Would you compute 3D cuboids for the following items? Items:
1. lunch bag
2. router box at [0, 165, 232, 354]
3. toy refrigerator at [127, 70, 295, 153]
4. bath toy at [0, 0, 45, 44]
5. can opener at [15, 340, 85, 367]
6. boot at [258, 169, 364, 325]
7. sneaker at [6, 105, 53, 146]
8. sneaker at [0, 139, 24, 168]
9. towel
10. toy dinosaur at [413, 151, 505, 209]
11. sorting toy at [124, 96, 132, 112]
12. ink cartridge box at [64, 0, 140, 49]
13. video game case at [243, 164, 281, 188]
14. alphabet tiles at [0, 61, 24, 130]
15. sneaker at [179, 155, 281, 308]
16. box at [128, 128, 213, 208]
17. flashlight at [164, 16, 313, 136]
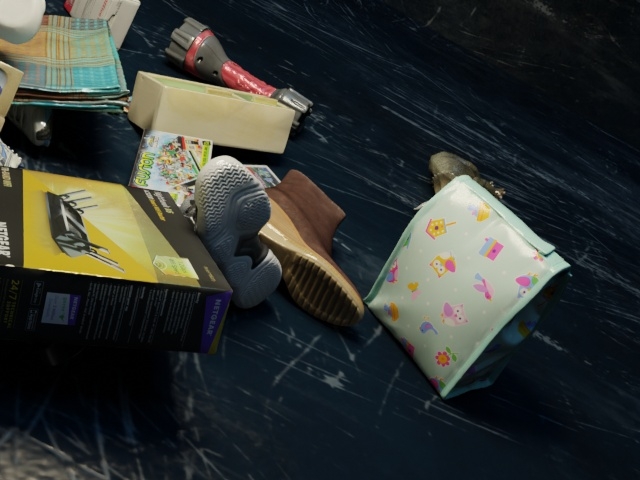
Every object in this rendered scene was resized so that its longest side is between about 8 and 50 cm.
[{"bbox_3d":[0.221,0.063,1.194,0.160,0.262,0.223,-3,42,-46],"label":"lunch bag"},{"bbox_3d":[-0.260,0.012,0.902,0.243,0.081,0.309,8,19,-27],"label":"router box"},{"bbox_3d":[-0.185,-0.224,1.409,0.269,0.094,0.102,4,21,-40],"label":"toy refrigerator"},{"bbox_3d":[-0.554,-0.308,1.084,0.348,0.151,0.129,-13,6,-22],"label":"bath toy"},{"bbox_3d":[-0.283,0.077,0.925,0.059,0.073,0.186,-5,20,16],"label":"can opener"},{"bbox_3d":[0.000,0.000,1.228,0.248,0.090,0.207,41,36,5],"label":"boot"},{"bbox_3d":[-0.446,-0.195,1.182,0.083,0.071,0.190,-1,33,-35],"label":"sneaker"},{"bbox_3d":[-0.430,-0.105,1.074,0.058,0.052,0.135,13,40,-48],"label":"sneaker"},{"bbox_3d":[-0.445,-0.288,1.235,0.271,0.040,0.370,0,31,-20],"label":"towel"},{"bbox_3d":[0.289,-0.134,1.718,0.160,0.121,0.313,35,30,-21],"label":"toy dinosaur"},{"bbox_3d":[-0.338,-0.232,1.386,0.062,0.012,0.083,23,29,-15],"label":"sorting toy"},{"bbox_3d":[-0.422,-0.453,1.552,0.063,0.109,0.150,2,40,-47],"label":"ink cartridge box"},{"bbox_3d":[-0.107,-0.058,1.323,0.183,0.023,0.201,-3,43,-46],"label":"video game case"},{"bbox_3d":[-0.484,-0.136,0.824,0.285,0.342,0.011,24,-14,-26],"label":"alphabet tiles"},{"bbox_3d":[-0.139,-0.030,1.051,0.101,0.268,0.153,-36,56,-19],"label":"sneaker"},{"bbox_3d":[-0.227,-0.097,1.225,0.114,0.036,0.207,9,34,-10],"label":"box"},{"bbox_3d":[-0.158,-0.324,1.607,0.304,0.103,0.103,32,28,4],"label":"flashlight"}]
